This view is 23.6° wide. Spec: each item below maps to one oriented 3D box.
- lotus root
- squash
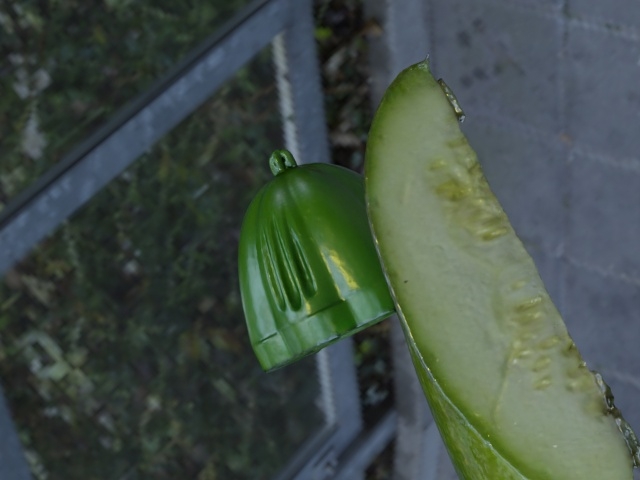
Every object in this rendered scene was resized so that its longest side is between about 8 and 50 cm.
[{"bbox_3d":[0.000,0.000,1.265,0.186,0.186,0.186,28,142,24],"label":"lotus root"},{"bbox_3d":[0.087,0.028,0.891,0.169,0.093,0.252,-144,33,-72],"label":"squash"}]
